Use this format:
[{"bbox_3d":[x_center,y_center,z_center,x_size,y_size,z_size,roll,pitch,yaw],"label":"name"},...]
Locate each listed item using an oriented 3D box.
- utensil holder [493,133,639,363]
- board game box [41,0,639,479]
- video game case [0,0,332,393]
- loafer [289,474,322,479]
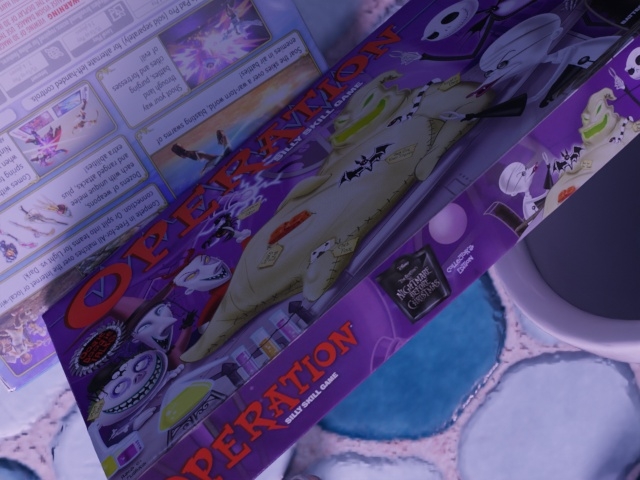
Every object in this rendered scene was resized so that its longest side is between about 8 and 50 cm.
[{"bbox_3d":[0.351,-0.024,0.685,0.385,0.327,0.328,25,95,-27],"label":"utensil holder"},{"bbox_3d":[0.016,-0.024,0.552,0.347,0.208,0.056,-42,115,-6],"label":"board game box"},{"bbox_3d":[-0.140,-0.085,0.623,0.269,0.061,0.244,-34,113,-9],"label":"video game case"},{"bbox_3d":[-0.014,0.223,0.772,0.039,0.045,0.125,0,112,-38],"label":"loafer"}]
